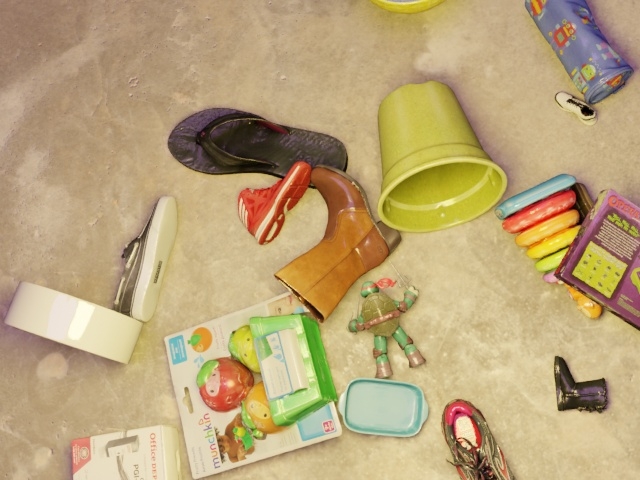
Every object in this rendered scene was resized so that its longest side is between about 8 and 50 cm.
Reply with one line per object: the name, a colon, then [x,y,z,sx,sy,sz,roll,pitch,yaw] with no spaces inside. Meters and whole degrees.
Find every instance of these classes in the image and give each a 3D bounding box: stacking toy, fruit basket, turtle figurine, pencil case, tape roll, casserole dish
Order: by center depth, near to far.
stacking toy: [0.502,0.028,1.723,0.166,0.175,0.301,-26,85,3]
casserole dish: [0.130,0.349,1.730,0.188,0.037,0.114,7,82,-4]
fruit basket: [-0.158,0.303,1.761,0.353,0.165,0.327,-18,71,10]
turtle figurine: [0.131,0.169,1.765,0.175,0.118,0.234,-22,81,16]
tape roll: [-0.540,0.182,1.811,0.286,0.286,0.100,15,79,16]
pencil case: [0.578,-0.452,1.846,0.119,0.133,0.306,-43,63,42]

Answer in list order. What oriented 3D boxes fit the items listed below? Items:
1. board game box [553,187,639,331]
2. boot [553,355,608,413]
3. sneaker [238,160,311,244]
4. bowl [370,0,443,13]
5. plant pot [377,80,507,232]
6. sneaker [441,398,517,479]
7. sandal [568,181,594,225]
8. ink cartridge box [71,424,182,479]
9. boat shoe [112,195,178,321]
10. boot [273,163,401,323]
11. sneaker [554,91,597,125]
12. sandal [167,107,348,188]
board game box: [0.661,0.074,1.648,0.347,0.056,0.208,33,86,-4]
boot: [0.529,0.293,1.680,0.099,0.045,0.121,-5,80,13]
sneaker: [-0.120,-0.110,1.884,0.128,0.087,0.221,41,108,23]
bowl: [0.215,-0.646,1.956,0.290,0.156,0.289,-3,74,11]
plant pot: [0.235,-0.195,1.786,0.276,0.276,0.253,-15,61,7]
sneaker: [0.318,0.461,1.641,0.121,0.112,0.299,-28,71,3]
sandal: [0.586,-0.024,1.751,0.060,0.090,0.219,-7,64,-13]
ink cartridge box: [-0.420,0.496,1.797,0.218,0.092,0.158,-11,73,7]
boat shoe: [-0.414,0.035,1.926,0.102,0.108,0.301,11,84,13]
boot: [0.000,0.000,1.790,0.280,0.096,0.264,-42,95,-25]
sneaker: [0.571,-0.301,1.843,0.109,0.044,0.040,38,87,21]
sandal: [-0.155,-0.231,1.940,0.446,0.107,0.167,9,77,13]
